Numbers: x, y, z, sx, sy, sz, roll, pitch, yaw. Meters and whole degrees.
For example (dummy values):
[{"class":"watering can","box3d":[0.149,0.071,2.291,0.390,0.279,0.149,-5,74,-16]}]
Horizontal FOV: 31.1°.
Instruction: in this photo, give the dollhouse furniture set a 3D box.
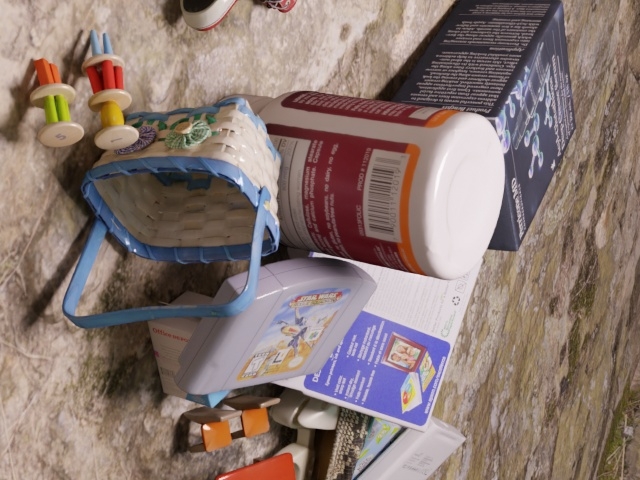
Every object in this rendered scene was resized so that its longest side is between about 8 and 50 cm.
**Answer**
[{"class":"dollhouse furniture set","box3d":[-0.132,0.375,1.658,0.259,0.135,0.261,-11,93,-43]}]

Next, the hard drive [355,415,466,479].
[{"class":"hard drive","box3d":[0.119,0.443,2.077,0.307,0.040,0.203,-46,152,4]}]

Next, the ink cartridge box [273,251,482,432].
[{"class":"ink cartridge box","box3d":[0.080,0.116,1.814,0.307,0.072,0.303,22,85,-24]}]

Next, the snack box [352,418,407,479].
[{"class":"snack box","box3d":[0.090,0.378,2.072,0.174,0.070,0.207,-53,149,14]}]

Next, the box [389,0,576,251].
[{"class":"box","box3d":[0.306,-0.221,2.114,0.395,0.212,0.293,-57,143,-40]}]

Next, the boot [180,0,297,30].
[{"class":"boot","box3d":[-0.095,-0.344,1.595,0.244,0.088,0.176,-64,147,-28]}]

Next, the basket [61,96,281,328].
[{"class":"basket","box3d":[-0.178,-0.026,1.419,0.201,0.255,0.288,55,36,-52]}]

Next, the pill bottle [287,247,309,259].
[{"class":"pill bottle","box3d":[0.000,0.000,1.871,0.120,0.067,0.067,-30,124,-51]}]

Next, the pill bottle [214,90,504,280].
[{"class":"pill bottle","box3d":[0.032,-0.087,1.584,0.224,0.392,0.224,-26,122,-52]}]

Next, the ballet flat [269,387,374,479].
[{"class":"ballet flat","box3d":[-0.020,0.356,1.894,0.182,0.164,0.482,9,94,-41]}]

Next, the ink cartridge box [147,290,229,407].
[{"class":"ink cartridge box","box3d":[-0.173,0.144,1.619,0.090,0.092,0.143,-40,133,-44]}]

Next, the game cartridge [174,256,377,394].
[{"class":"game cartridge","box3d":[-0.050,0.112,1.577,0.297,0.062,0.198,-3,136,-52]}]

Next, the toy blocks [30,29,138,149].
[{"class":"toy blocks","box3d":[-0.284,-0.184,1.356,0.123,0.054,0.148,1,64,-34]}]
